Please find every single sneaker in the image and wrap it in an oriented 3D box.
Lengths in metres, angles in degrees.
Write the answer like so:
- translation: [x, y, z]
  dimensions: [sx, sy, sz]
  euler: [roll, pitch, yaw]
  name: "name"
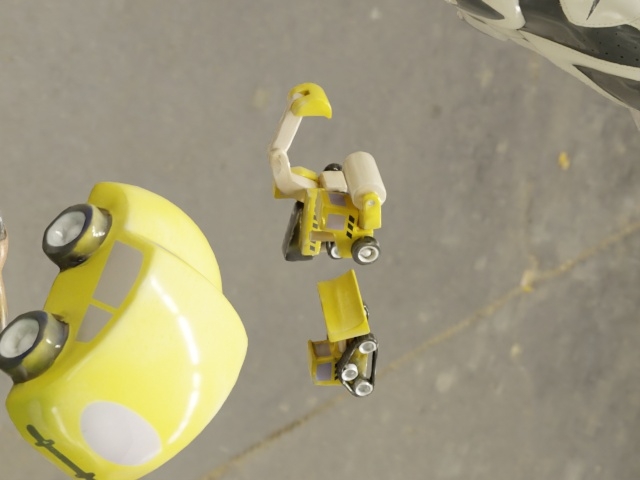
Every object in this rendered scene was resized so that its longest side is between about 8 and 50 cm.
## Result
- translation: [0.145, -0.106, 0.651]
  dimensions: [0.094, 0.153, 0.235]
  euler: [-59, 168, 8]
  name: "sneaker"

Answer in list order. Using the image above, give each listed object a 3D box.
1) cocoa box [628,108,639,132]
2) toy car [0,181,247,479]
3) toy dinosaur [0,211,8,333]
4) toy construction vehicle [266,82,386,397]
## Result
- translation: [0.370, -0.005, 0.787]
  dimensions: [0.231, 0.347, 0.228]
  euler: [11, 136, -31]
  name: "cocoa box"
- translation: [-0.081, 0.089, 0.378]
  dimensions: [0.225, 0.053, 0.239]
  euler: [8, 73, -56]
  name: "toy car"
- translation: [-0.239, 0.036, 0.824]
  dimensions: [0.127, 0.200, 0.295]
  euler: [-42, 163, -15]
  name: "toy dinosaur"
- translation: [0.000, 0.000, 0.567]
  dimensions: [0.035, 0.086, 0.098]
  euler: [-4, 131, -9]
  name: "toy construction vehicle"
